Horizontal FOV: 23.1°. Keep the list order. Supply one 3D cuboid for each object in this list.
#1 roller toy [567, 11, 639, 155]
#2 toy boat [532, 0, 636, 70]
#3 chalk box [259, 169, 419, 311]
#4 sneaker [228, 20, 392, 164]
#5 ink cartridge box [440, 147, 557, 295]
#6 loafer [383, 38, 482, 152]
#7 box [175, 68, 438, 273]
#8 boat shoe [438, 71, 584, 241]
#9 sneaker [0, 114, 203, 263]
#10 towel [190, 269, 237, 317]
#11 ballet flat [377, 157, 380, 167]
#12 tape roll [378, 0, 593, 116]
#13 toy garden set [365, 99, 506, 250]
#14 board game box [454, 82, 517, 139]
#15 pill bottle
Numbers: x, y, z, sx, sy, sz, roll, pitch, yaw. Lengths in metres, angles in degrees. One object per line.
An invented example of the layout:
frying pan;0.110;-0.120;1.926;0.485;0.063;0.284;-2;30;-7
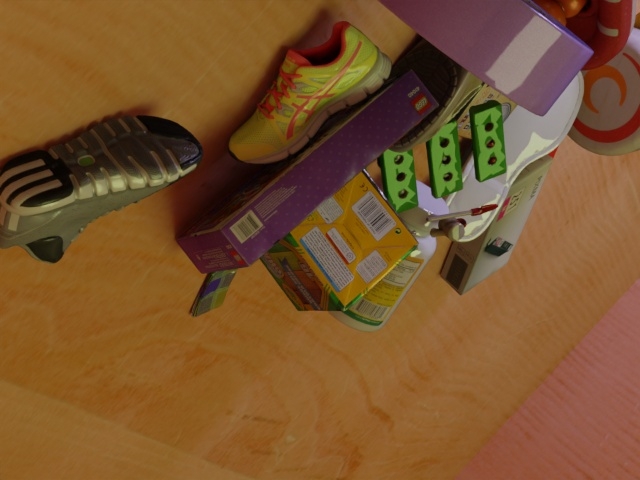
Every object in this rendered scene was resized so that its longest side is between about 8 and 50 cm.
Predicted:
roller toy;0.463;-0.233;2.390;0.191;0.209;0.146;-14;-179;38
toy boat;0.305;-0.300;1.968;0.151;0.151;0.231;-44;149;-22
chalk box;0.000;0.000;1.945;0.132;0.132;0.213;-41;-170;-18
sneaker;-0.027;-0.169;1.752;0.208;0.081;0.094;-39;128;-1
ink cartridge box;0.326;-0.059;2.610;0.239;0.060;0.275;-31;153;-33
loafer;0.168;-0.221;1.972;0.268;0.102;0.092;-54;152;14
box;-0.019;-0.075;1.805;0.293;0.057;0.201;-40;-170;-17
boat shoe;0.269;-0.142;2.351;0.319;0.116;0.099;-54;-160;-1
sneaker;-0.231;-0.045;1.572;0.229;0.086;0.132;-17;149;-36
towel;-0.134;0.062;2.019;0.060;0.009;0.083;-21;146;-48
ballet flat;0.106;-0.137;2.088;0.041;0.041;0.114;-21;145;-49
tape roll;0.155;-0.249;1.661;0.090;0.275;0.275;-53;158;13
toy garden set;0.131;-0.066;2.094;0.244;0.049;0.203;-20;125;-16
board game box;0.264;-0.249;2.185;0.243;0.042;0.165;-53;158;14
pill bottle;0.091;0.017;2.218;0.118;0.117;0.208;-11;139;-57
